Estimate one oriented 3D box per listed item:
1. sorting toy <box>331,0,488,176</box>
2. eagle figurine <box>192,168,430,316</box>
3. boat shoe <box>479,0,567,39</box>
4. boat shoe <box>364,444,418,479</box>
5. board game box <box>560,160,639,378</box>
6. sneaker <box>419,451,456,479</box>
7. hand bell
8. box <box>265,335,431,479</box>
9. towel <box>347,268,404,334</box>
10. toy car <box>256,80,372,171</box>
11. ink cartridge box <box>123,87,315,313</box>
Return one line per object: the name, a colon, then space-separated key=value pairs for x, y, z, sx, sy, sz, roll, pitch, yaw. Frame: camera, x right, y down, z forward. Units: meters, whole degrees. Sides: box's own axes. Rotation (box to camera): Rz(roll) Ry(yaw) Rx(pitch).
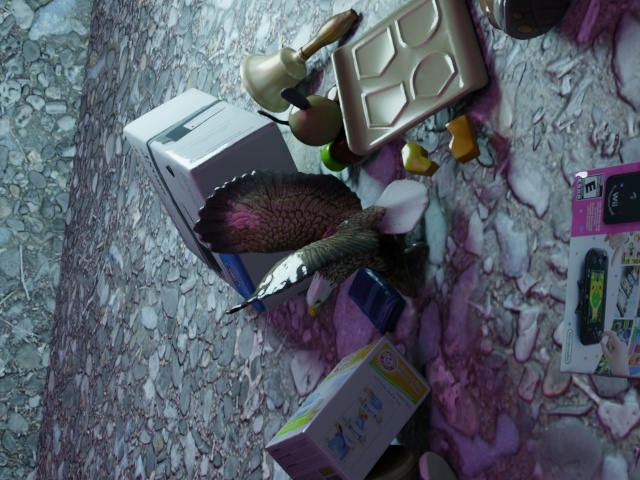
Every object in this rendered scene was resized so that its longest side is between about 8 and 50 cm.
sorting toy: x=0.136 y=-0.213 z=1.439 sx=0.229 sy=0.041 sz=0.307 roll=-27 pitch=55 yaw=27
eagle figurine: x=-0.002 y=0.011 z=1.406 sx=0.226 sy=0.298 sz=0.225 roll=-11 pitch=72 yaw=59
boat shoe: x=0.273 y=-0.421 z=1.245 sx=0.116 sy=0.123 sz=0.324 roll=43 pitch=116 yaw=59
boat shoe: x=0.037 y=0.394 z=1.431 sx=0.110 sy=0.122 sz=0.341 roll=55 pitch=135 yaw=5
board game box: x=0.376 y=0.028 z=0.945 sx=0.303 sy=0.098 sz=0.223 roll=-7 pitch=76 yaw=59
sneaker: x=0.144 y=0.358 z=1.286 sx=0.084 sy=0.058 sz=0.152 roll=-45 pitch=50 yaw=34
hand bell: x=-0.021 y=-0.343 z=1.784 sx=0.242 sy=0.126 sz=0.126 roll=-31 pitch=54 yaw=37
box: x=0.040 y=0.242 z=1.351 sx=0.203 sy=0.103 sz=0.114 roll=-45 pitch=5 yaw=-38
towel: x=0.084 y=0.086 z=1.507 sx=0.119 sy=0.029 sz=0.067 roll=51 pitch=124 yaw=54
toy car: x=-0.001 y=-0.206 z=1.583 sx=0.155 sy=0.189 sz=0.148 roll=-33 pitch=54 yaw=52
ink cartridge box: x=-0.165 y=-0.083 z=1.724 sx=0.395 sy=0.166 sz=0.285 roll=32 pitch=150 yaw=60
